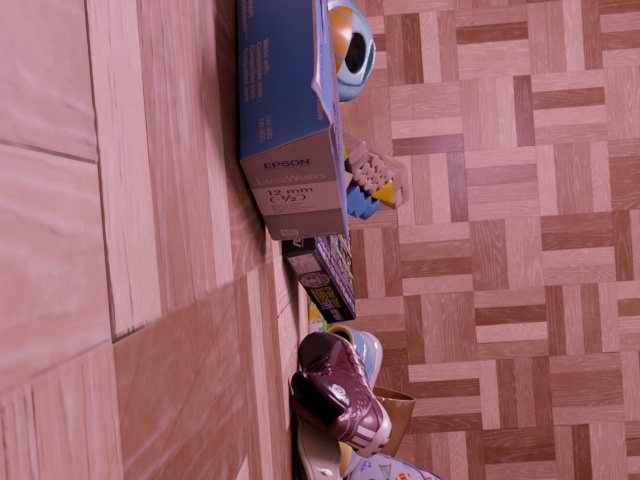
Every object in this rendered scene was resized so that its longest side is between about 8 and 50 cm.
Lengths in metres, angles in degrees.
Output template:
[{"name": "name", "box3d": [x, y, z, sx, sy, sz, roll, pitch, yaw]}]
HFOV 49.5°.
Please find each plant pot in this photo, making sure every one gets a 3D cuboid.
[{"name": "plant pot", "box3d": [0.094, 0.491, 1.713, 0.237, 0.237, 0.254, 58, 44, -84]}]

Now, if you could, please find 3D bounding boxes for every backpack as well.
[{"name": "backpack", "box3d": [0.158, 0.581, 1.452, 0.213, 0.264, 0.276, 83, 24, -53]}]

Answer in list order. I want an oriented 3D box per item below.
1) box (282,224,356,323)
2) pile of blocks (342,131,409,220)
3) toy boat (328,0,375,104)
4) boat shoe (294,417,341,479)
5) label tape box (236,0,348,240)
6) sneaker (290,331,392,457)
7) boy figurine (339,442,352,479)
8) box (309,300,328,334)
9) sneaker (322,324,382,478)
[{"name": "box", "box3d": [0.000, 0.000, 1.269, 0.270, 0.060, 0.216, 61, 22, -55]}, {"name": "pile of blocks", "box3d": [0.017, -0.116, 1.152, 0.362, 0.113, 0.149, 22, 97, -55]}, {"name": "toy boat", "box3d": [0.030, -0.386, 1.137, 0.267, 0.148, 0.318, 4, 99, -61]}, {"name": "boat shoe", "box3d": [-0.013, 0.361, 1.066, 0.079, 0.084, 0.233, -53, -155, 24]}, {"name": "label tape box", "box3d": [-0.037, -0.179, 0.810, 0.347, 0.115, 0.249, 72, 14, -68]}, {"name": "sneaker", "box3d": [0.000, 0.224, 1.150, 0.162, 0.106, 0.281, 32, 10, -37]}, {"name": "boy figurine", "box3d": [0.021, 0.472, 1.246, 0.177, 0.092, 0.285, -61, 150, -80]}, {"name": "box", "box3d": [-0.003, 0.233, 1.604, 0.105, 0.043, 0.179, 83, 2, -46]}, {"name": "sneaker", "box3d": [0.022, 0.321, 1.426, 0.208, 0.127, 0.318, 42, 55, -56]}]
